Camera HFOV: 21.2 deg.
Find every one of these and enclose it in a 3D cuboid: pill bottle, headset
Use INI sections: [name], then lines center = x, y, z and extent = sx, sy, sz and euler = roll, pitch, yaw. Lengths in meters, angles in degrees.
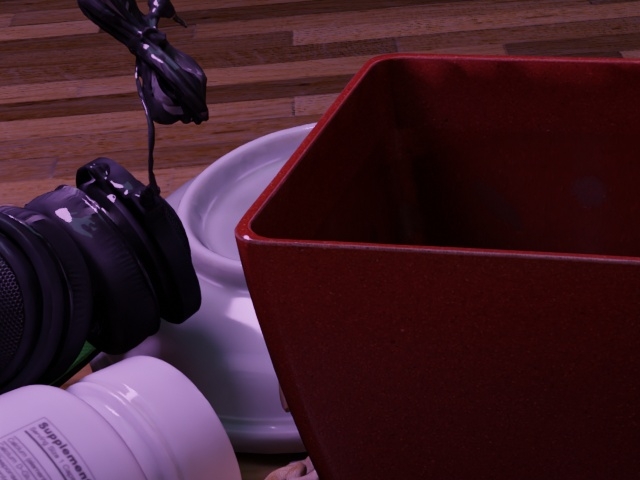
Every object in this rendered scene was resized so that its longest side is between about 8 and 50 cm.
[pill bottle]
center = -0.193, 0.180, 0.991
extent = 0.283, 0.160, 0.160
euler = -24, 31, -37
[headset]
center = -0.193, 0.003, 1.142
extent = 0.185, 0.394, 0.243
euler = 52, 38, 11

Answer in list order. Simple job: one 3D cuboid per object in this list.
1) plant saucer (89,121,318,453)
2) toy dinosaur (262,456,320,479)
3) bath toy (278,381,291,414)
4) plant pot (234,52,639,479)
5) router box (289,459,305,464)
[plant saucer]
center = 0.000, 0.000, 1.334
extent = 0.401, 0.100, 0.400
euler = -10, 32, 6
[toy dinosaur]
center = -0.019, 0.148, 0.989
extent = 0.093, 0.053, 0.183
euler = -10, 12, 43
[bath toy]
center = 0.151, 0.084, 1.143
extent = 0.348, 0.151, 0.129
euler = 7, 16, -10
[plant pot]
center = 0.128, 0.056, 0.912
extent = 0.267, 0.235, 0.267
euler = 4, 26, 17
[router box]
center = 0.149, 0.198, 0.979
extent = 0.309, 0.081, 0.243
euler = -8, 24, -6
